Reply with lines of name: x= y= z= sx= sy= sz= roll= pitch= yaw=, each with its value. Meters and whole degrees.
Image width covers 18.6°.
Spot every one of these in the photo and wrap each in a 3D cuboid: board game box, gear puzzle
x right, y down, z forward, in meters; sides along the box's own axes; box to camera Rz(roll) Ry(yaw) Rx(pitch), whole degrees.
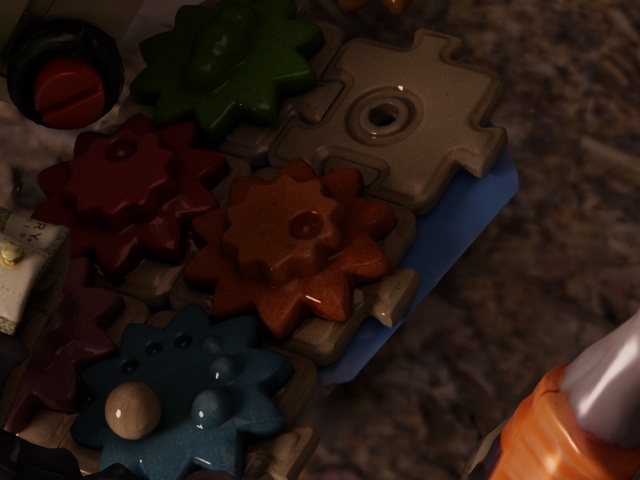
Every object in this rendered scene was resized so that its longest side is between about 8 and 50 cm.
board game box: x=0.000 y=0.000 z=0.817 sx=0.133 sy=0.033 sz=0.169 roll=27 pitch=62 yaw=32
gear puzzle: x=-0.021 y=-0.045 z=0.807 sx=0.175 sy=0.044 sz=0.339 roll=18 pitch=58 yaw=28

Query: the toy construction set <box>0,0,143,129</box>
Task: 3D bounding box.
toy construction set: x=-0.153 y=-0.159 z=0.771 sx=0.215 sy=0.328 sz=0.151 roll=19 pitch=47 yaw=-26

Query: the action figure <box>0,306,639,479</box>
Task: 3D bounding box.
action figure: x=0.013 y=0.130 z=0.527 sx=0.330 sy=0.341 sz=0.178 roll=-44 pitch=25 yaw=14

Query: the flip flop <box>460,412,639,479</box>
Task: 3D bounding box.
flip flop: x=0.190 y=0.103 z=0.737 sx=0.277 sy=0.080 sz=0.112 roll=8 pitch=56 yaw=1

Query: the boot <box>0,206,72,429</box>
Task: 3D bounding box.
boot: x=-0.166 y=-0.029 z=0.706 sx=0.165 sy=0.077 sz=0.213 roll=15 pitch=95 yaw=6
